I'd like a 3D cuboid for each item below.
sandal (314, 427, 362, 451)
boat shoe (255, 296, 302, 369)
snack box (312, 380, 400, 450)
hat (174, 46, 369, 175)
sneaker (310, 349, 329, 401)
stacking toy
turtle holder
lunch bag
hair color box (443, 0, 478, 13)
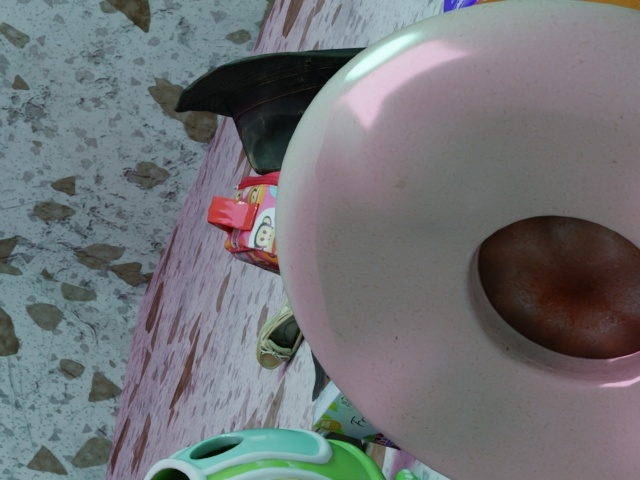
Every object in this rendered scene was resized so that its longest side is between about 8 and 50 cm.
[{"bbox_3d":[0.004,0.305,1.700,0.060,0.090,0.219,-2,61,54],"label":"sandal"},{"bbox_3d":[-0.052,0.135,2.219,0.153,0.056,0.048,-54,15,33],"label":"boat shoe"},{"bbox_3d":[0.064,0.155,1.557,0.141,0.100,0.037,123,162,-50],"label":"snack box"},{"bbox_3d":[-0.020,-0.153,2.033,0.331,0.331,0.133,149,111,-72],"label":"hat"},{"bbox_3d":[0.015,0.114,1.945,0.089,0.051,0.170,122,153,-42],"label":"sneaker"},{"bbox_3d":[0.207,-0.092,0.980,0.350,0.351,0.480,-60,0,45],"label":"stacking toy"},{"bbox_3d":[-0.045,0.306,1.470,0.243,0.227,0.320,-60,32,13],"label":"turtle holder"},{"bbox_3d":[0.000,0.000,1.693,0.293,0.258,0.120,-178,106,-77],"label":"lunch bag"},{"bbox_3d":[0.212,-0.267,1.322,0.110,0.185,0.338,121,162,-45],"label":"hair color box"}]
